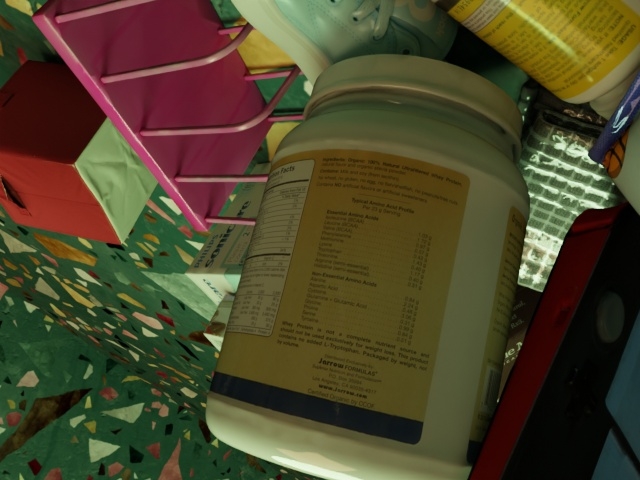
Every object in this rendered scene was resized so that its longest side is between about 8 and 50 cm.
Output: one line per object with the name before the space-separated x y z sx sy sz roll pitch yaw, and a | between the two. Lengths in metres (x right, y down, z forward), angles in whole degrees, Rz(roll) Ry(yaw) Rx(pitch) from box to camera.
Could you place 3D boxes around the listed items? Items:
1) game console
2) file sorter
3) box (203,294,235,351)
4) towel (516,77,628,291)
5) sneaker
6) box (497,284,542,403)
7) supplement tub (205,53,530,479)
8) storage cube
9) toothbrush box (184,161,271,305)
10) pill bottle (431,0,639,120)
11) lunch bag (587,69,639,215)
game console | 0.270 0.196 0.553 0.060 0.342 0.387 -2 137 46
file sorter | -0.092 -0.178 0.662 0.182 0.202 0.291 2 141 32
box | 0.009 0.131 0.745 0.323 0.063 0.067 7 147 31
towel | 0.308 -0.024 0.638 0.283 0.121 0.235 22 148 12
sneaker | 0.040 -0.214 0.553 0.150 0.135 0.366 1 159 30
box | 0.209 0.135 0.844 0.167 0.168 0.203 57 174 46
supplement tub | 0.049 0.031 0.537 0.228 0.317 0.228 14 167 3
storage cube | -0.367 -0.134 0.943 0.193 0.215 0.184 11 145 15
toothbrush box | 0.000 0.000 0.832 0.295 0.216 0.126 -1 139 42
pill bottle | 0.195 -0.184 0.492 0.208 0.119 0.119 34 149 -8
lunch bag | 0.345 -0.077 0.273 0.238 0.328 0.386 -3 140 -17
